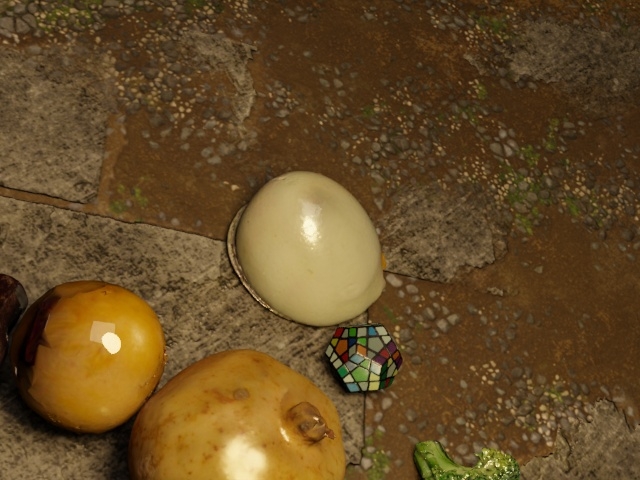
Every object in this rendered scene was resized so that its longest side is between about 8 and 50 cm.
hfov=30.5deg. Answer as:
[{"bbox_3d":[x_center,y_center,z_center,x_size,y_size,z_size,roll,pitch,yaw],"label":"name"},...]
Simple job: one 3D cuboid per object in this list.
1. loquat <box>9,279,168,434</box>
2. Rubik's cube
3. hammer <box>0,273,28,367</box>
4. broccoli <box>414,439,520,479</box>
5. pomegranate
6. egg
[{"bbox_3d":[-0.346,0.173,1.753,0.235,0.235,0.235,11,57,-17],"label":"loquat"},{"bbox_3d":[0.074,0.197,1.988,0.133,0.133,0.112,-4,90,-25],"label":"Rubik's cube"},{"bbox_3d":[-0.559,0.027,1.647,0.095,0.408,0.242,-9,32,17],"label":"hammer"},{"bbox_3d":[0.215,0.397,1.913,0.220,0.194,0.194,-25,71,-9],"label":"broccoli"},{"bbox_3d":[-0.106,0.311,1.703,0.342,0.342,0.342,11,57,-17],"label":"pomegranate"},{"bbox_3d":[-0.004,0.002,2.039,0.286,0.174,0.264,46,57,4],"label":"egg"}]
